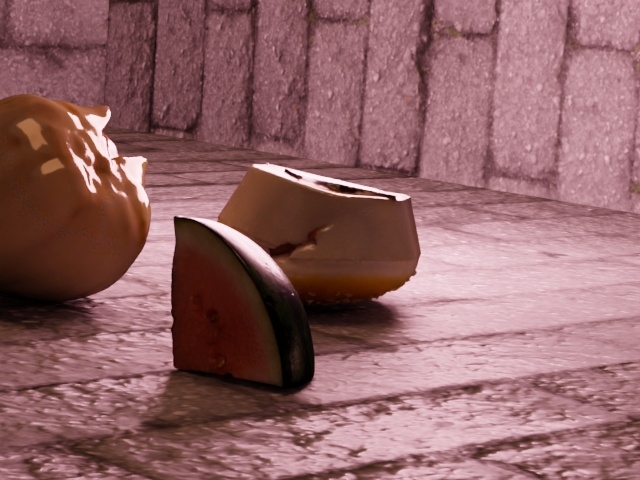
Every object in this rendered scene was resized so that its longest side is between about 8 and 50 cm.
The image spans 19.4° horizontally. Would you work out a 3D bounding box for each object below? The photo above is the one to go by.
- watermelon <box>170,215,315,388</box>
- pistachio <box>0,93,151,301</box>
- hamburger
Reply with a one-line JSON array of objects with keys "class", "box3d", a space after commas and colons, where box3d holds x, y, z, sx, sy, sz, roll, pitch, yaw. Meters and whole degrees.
[{"class": "watermelon", "box3d": [-0.057, 0.067, 1.720, 0.145, 0.193, 0.137, -4, -34, -51]}, {"class": "pistachio", "box3d": [-0.298, -0.042, 2.008, 0.238, 0.229, 0.321, -32, 7, -10]}, {"class": "hamburger", "box3d": [0.000, 0.000, 2.094, 0.227, 0.151, 0.295, 10, 1, 8]}]
